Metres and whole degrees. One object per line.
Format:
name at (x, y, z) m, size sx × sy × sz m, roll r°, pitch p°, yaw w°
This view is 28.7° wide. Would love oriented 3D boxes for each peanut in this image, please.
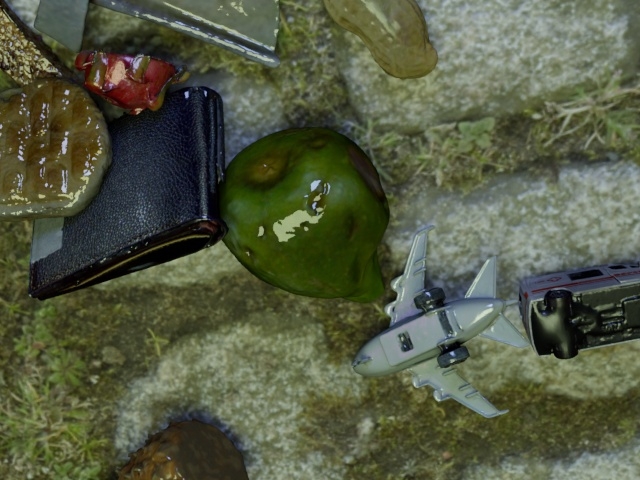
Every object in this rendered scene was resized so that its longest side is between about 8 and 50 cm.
peanut at (0.063, -0.266, 1.451) m, size 0.093 × 0.083 × 0.194 m, roll -34°, pitch 104°, yaw 3°

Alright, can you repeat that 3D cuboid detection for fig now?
fig at (0.000, 0.000, 1.529) m, size 0.206 × 0.206 × 0.275 m, roll -21°, pitch 131°, yaw 13°

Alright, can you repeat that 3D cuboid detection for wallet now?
wallet at (-0.229, -0.053, 1.497) m, size 0.262 × 0.221 × 0.071 m, roll -20°, pitch 142°, yaw 16°

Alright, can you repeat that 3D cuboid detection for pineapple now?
pineapple at (-0.255, 0.385, 1.719) m, size 0.169 × 0.169 × 0.340 m, roll 44°, pitch 117°, yaw -12°

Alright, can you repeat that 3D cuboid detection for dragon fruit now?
dragon fruit at (-0.231, -0.186, 1.487) m, size 0.112 × 0.126 × 0.068 m, roll 6°, pitch 89°, yaw 38°

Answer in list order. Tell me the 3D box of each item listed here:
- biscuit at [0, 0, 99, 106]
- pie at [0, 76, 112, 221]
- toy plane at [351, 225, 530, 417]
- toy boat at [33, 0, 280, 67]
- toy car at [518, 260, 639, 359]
biscuit at (-0.359, -0.220, 1.538) m, size 0.064 × 0.034 × 0.199 m, roll -37°, pitch 103°, yaw 17°
pie at (-0.340, -0.111, 1.492) m, size 0.195 × 0.046 × 0.195 m, roll -3°, pitch 76°, yaw 10°
toy plane at (0.132, 0.119, 1.575) m, size 0.255 × 0.101 × 0.251 m, roll -27°, pitch 78°, yaw 32°
toy boat at (-0.191, -0.342, 1.441) m, size 0.293 × 0.111 × 0.276 m, roll 0°, pitch 122°, yaw -4°
toy car at (0.352, 0.078, 1.555) m, size 0.209 × 0.108 × 0.089 m, roll -11°, pitch 109°, yaw 2°
